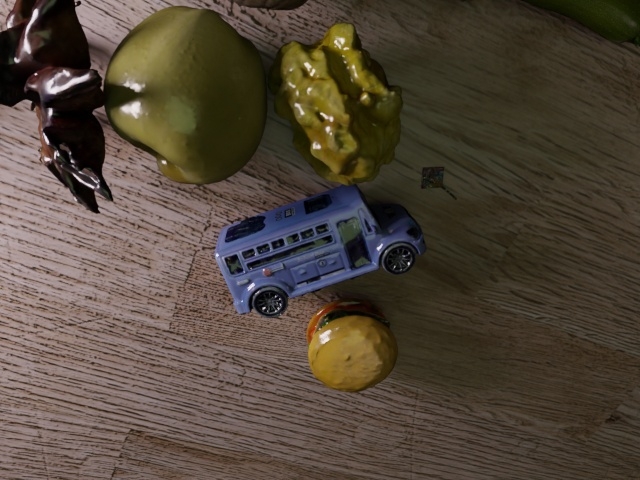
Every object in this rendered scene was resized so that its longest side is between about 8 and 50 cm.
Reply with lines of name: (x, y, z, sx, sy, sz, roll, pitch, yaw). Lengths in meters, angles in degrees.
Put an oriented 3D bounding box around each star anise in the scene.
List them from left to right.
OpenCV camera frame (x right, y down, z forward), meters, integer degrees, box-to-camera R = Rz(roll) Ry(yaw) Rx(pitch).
star anise: (-0.295, -0.148, 0.458, 0.102, 0.272, 0.272, -12, 120, -35)

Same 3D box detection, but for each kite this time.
kite: (0.194, -0.095, 0.689, 0.077, 0.002, 0.044, 16, 112, -13)

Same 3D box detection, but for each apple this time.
apple: (-0.153, -0.166, 0.508, 0.199, 0.200, 0.200, -3, 116, -6)

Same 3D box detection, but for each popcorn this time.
popcorn: (0.029, -0.165, 0.540, 0.155, 0.198, 0.198, -27, 116, 4)

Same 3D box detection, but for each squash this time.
squash: (0.345, -0.321, 0.563, 0.257, 0.069, 0.069, 10, 114, -19)

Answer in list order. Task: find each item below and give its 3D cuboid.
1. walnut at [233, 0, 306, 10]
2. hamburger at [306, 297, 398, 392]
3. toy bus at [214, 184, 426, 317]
walnut: (-0.062, -0.341, 0.418, 0.223, 0.224, 0.225, -3, 116, -6)
hamburger: (0.052, 0.180, 0.737, 0.161, 0.115, 0.162, -2, 115, -4)
toy bus: (0.000, 0.000, 0.640, 0.291, 0.126, 0.133, -19, 116, 3)
